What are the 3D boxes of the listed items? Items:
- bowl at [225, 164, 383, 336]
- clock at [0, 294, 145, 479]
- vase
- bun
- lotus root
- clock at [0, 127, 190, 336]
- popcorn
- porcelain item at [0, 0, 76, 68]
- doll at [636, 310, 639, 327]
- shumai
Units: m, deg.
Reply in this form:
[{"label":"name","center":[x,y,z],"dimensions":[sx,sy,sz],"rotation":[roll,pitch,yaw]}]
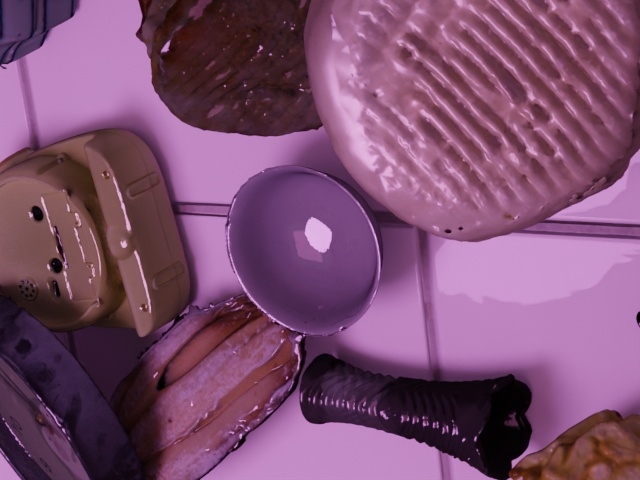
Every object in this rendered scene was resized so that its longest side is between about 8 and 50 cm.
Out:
[{"label":"bowl","center":[0.000,0.000,1.805],"dimensions":[0.189,0.086,0.189],"rotation":[12,113,29]},{"label":"clock","center":[-0.328,0.208,2.017],"dimensions":[0.319,0.066,0.319],"rotation":[40,151,27]},{"label":"vase","center":[0.095,0.179,1.814],"dimensions":[0.237,0.115,0.115],"rotation":[8,113,33]},{"label":"bun","center":[0.158,-0.188,1.550],"dimensions":[0.360,0.211,0.359],"rotation":[5,110,15]},{"label":"lotus root","center":[-0.116,0.161,1.945],"dimensions":[0.329,0.078,0.167],"rotation":[-38,76,34]},{"label":"clock","center":[-0.306,0.003,1.987],"dimensions":[0.308,0.096,0.235],"rotation":[-7,106,34]},{"label":"popcorn","center":[0.281,0.261,1.685],"dimensions":[0.187,0.185,0.167],"rotation":[-33,87,30]},{"label":"porcelain item","center":[-0.416,-0.341,1.881],"dimensions":[0.281,0.157,0.285],"rotation":[18,118,23]},{"label":"doll","center":[0.384,0.053,1.607],"dimensions":[0.195,0.070,0.096],"rotation":[-36,58,39]},{"label":"shumai","center":[-0.056,-0.242,1.729],"dimensions":[0.272,0.203,0.222],"rotation":[-6,127,-5]}]
